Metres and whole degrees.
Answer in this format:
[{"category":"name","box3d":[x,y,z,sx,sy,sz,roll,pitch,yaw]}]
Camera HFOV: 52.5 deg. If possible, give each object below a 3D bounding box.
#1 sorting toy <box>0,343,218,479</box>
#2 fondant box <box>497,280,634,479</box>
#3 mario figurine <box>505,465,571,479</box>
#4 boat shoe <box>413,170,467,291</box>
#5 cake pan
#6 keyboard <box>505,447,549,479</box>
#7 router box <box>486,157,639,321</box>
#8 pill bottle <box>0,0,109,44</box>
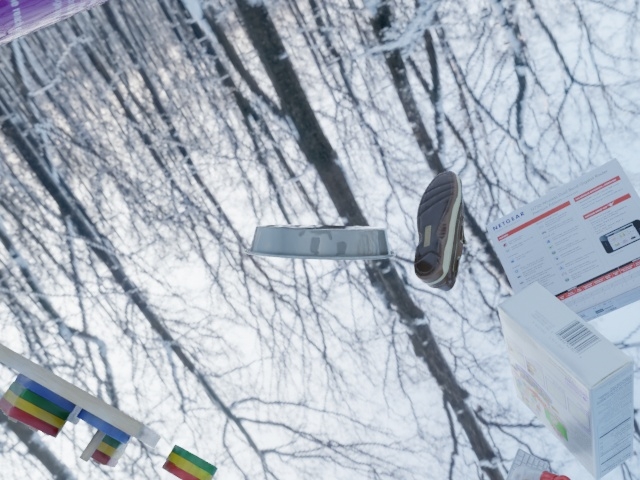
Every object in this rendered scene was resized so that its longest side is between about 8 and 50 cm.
[{"category":"sorting toy","box3d":[-0.218,0.145,0.549,0.046,0.275,0.132,-60,177,-22]},{"category":"fondant box","box3d":[0.466,0.267,1.226,0.096,0.330,0.238,-30,-139,-8]},{"category":"mario figurine","box3d":[0.393,0.446,0.987,0.321,0.170,0.198,-3,176,10]},{"category":"boat shoe","box3d":[0.249,-0.016,1.309,0.095,0.095,0.257,-11,-127,45]},{"category":"cake pan","box3d":[0.000,0.000,1.257,0.293,0.054,0.293,1,-177,0]},{"category":"keyboard","box3d":[0.403,0.554,1.346,0.072,0.014,0.256,30,-127,11]},{"category":"router box","box3d":[0.590,0.022,1.480,0.336,0.082,0.301,-29,-125,24]},{"category":"pill bottle","box3d":[-0.169,-0.224,0.386,0.302,0.169,0.169,-33,-155,-25]}]
